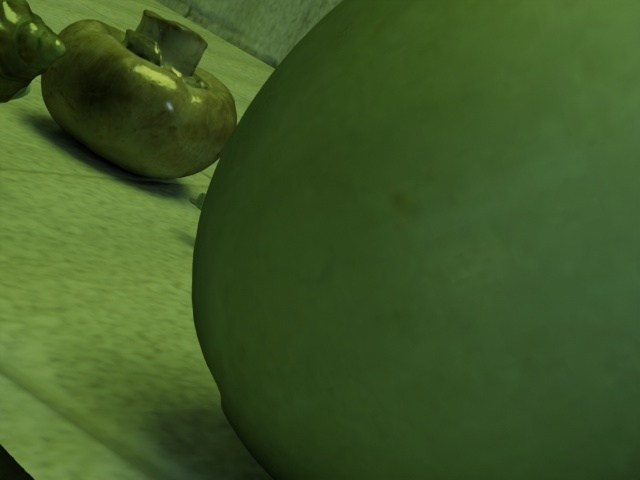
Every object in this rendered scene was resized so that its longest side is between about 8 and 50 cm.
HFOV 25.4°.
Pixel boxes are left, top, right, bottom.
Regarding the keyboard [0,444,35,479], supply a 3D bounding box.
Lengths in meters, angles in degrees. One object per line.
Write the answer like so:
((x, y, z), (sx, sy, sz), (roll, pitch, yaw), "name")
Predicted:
((-0.067, 0.126, 0.414), (0.231, 0.023, 0.072), (34, 19, 35), "keyboard")

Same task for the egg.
((0.115, -0.006, 0.609), (0.278, 0.336, 0.278), (30, 49, -42), "egg")

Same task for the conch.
((-0.262, -0.115, 0.907), (0.234, 0.114, 0.137), (-6, -9, 13), "conch")

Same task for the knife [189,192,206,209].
((-0.001, 0.002, 1.128), (0.123, 0.053, 0.278), (27, 8, 21), "knife")

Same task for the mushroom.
((-0.144, -0.122, 1.161), (0.166, 0.127, 0.166), (33, 5, -3), "mushroom")
